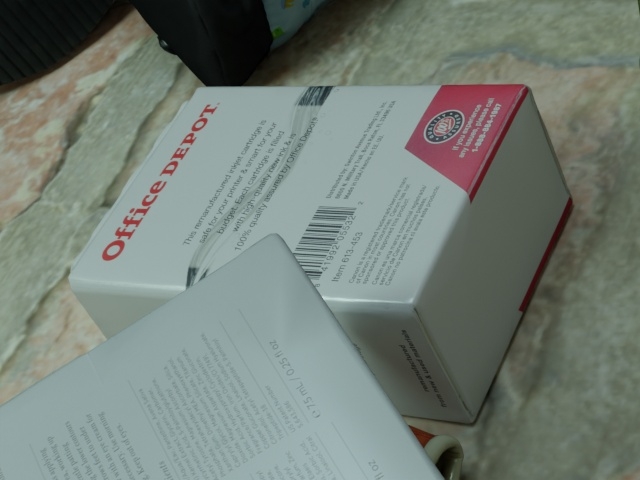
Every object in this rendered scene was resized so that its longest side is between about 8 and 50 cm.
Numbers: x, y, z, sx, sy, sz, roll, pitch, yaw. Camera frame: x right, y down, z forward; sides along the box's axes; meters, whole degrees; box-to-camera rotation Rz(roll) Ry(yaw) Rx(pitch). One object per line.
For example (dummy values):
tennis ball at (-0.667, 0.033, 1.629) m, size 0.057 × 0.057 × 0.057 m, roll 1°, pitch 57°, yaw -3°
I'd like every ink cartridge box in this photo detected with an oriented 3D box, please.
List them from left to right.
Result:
ink cartridge box at (0.000, 0.000, 0.900) m, size 0.237 × 0.100 × 0.172 m, roll 3°, pitch 48°, yaw 34°

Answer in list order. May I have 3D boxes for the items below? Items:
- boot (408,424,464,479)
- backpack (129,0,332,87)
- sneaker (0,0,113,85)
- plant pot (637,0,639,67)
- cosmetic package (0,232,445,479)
boot at (0.013, 0.149, 0.759) m, size 0.084 × 0.059 × 0.158 m, roll 6°, pitch 48°, yaw 31°
backpack at (-0.015, -0.332, 1.162) m, size 0.355 × 0.273 × 0.290 m, roll -31°, pitch 66°, yaw -19°
sneaker at (-0.224, -0.245, 1.335) m, size 0.330 × 0.122 × 0.146 m, roll -40°, pitch 20°, yaw -11°
plant pot at (0.223, -0.146, 0.939) m, size 0.083 × 0.079 × 0.083 m, roll -18°, pitch 40°, yaw 15°
cosmetic package at (-0.045, 0.211, 0.633) m, size 0.284 × 0.097 × 0.377 m, roll -31°, pitch 50°, yaw -4°
